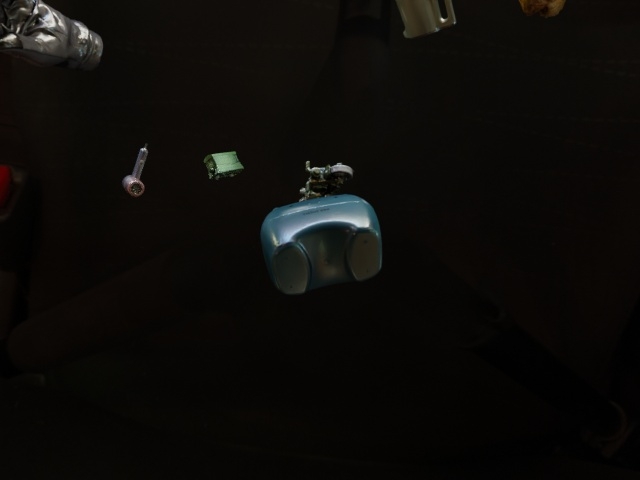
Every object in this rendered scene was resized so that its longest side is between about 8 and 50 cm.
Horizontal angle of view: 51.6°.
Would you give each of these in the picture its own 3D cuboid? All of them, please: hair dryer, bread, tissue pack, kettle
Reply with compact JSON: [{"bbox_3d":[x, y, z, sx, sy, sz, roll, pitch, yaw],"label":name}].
[{"bbox_3d":[-0.391,-0.154,1.426,0.037,0.063,0.114,16,97,-30],"label":"hair dryer"},{"bbox_3d":[0.565,-0.690,1.687,0.120,0.236,0.198,-12,72,9],"label":"bread"},{"bbox_3d":[0.000,0.000,1.627,0.287,0.206,0.198,-12,126,-4],"label":"tissue pack"},{"bbox_3d":[0.253,-0.590,1.646,0.126,0.098,0.148,-21,111,3],"label":"kettle"}]

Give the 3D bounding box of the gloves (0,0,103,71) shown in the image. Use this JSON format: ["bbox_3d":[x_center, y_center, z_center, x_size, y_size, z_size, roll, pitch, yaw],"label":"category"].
[{"bbox_3d":[-0.448,-0.331,1.034,0.119,0.285,0.142,-13,79,8],"label":"gloves"}]

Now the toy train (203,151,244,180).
[{"bbox_3d":[-0.218,-0.170,1.493,0.038,0.093,0.056,-28,84,39],"label":"toy train"}]

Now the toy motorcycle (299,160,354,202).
[{"bbox_3d":[0.001,-0.096,1.895,0.127,0.275,0.205,7,65,-15],"label":"toy motorcycle"}]
